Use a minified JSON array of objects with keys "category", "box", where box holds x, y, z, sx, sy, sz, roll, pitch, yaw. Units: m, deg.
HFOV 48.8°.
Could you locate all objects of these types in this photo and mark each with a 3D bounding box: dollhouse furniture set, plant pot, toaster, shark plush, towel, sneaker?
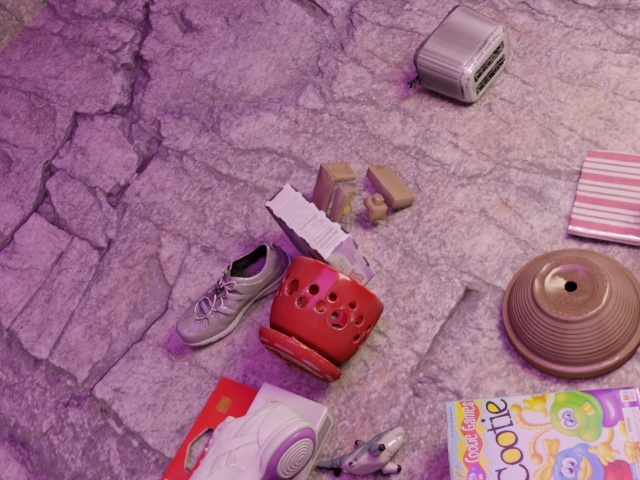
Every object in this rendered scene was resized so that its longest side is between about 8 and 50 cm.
[{"category":"dollhouse furniture set","box":[0.084,-0.079,1.482,0.151,0.123,0.144,-10,47,-28]},{"category":"plant pot","box":[-0.006,0.146,1.271,0.191,0.191,0.174,21,71,31]},{"category":"toaster","box":[0.308,-0.399,1.538,0.146,0.129,0.227,32,73,32]},{"category":"plant pot","box":[0.420,0.101,1.180,0.237,0.110,0.238,-11,54,16]},{"category":"shark plush","box":[0.073,0.367,1.200,0.161,0.073,0.067,-34,29,24]},{"category":"towel","box":[0.547,-0.080,1.299,0.144,0.029,0.197,11,64,25]},{"category":"sneaker","box":[-0.149,0.381,1.143,0.305,0.114,0.152,-37,39,-16]},{"category":"sneaker","box":[-0.187,0.095,1.422,0.281,0.115,0.105,-41,53,-7]}]

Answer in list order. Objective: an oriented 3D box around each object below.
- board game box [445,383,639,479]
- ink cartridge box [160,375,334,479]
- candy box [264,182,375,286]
[{"category":"board game box","box":[0.339,0.317,1.049,0.275,0.144,0.142,-9,56,17]},{"category":"ink cartridge box","box":[-0.154,0.389,1.234,0.261,0.066,0.296,15,60,28]},{"category":"candy box","box":[0.000,0.000,1.377,0.070,0.165,0.196,-44,54,-7]}]
